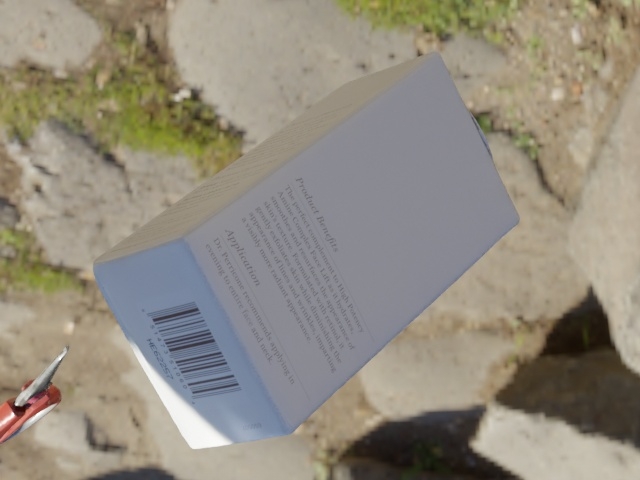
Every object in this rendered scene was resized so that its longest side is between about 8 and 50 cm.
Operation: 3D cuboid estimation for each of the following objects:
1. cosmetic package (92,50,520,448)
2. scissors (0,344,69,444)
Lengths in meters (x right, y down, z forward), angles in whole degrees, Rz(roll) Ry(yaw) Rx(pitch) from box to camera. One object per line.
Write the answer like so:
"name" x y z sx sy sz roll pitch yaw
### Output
"cosmetic package" 0.000 0.000 0.822 0.085 0.231 0.117 -14 107 45
"scissors" -0.207 0.109 1.118 0.109 0.021 0.297 -27 171 -40
